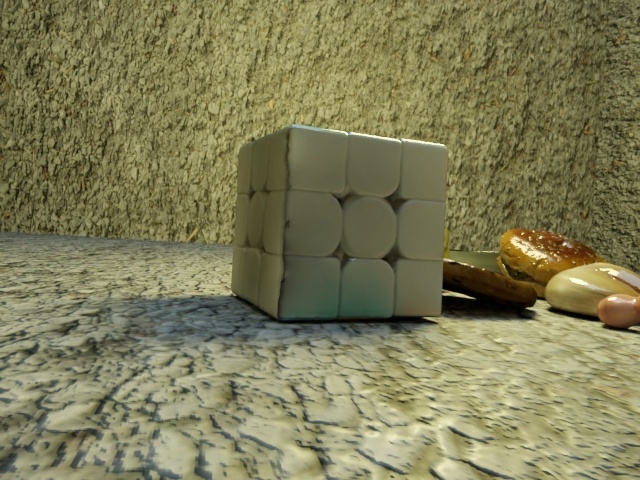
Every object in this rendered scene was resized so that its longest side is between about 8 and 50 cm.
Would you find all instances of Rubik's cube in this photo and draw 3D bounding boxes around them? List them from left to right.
[{"bbox_3d":[0.021,-0.024,0.915,0.290,0.292,0.291,4,0,-23],"label":"Rubik's cube"}]

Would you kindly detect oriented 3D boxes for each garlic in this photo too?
[{"bbox_3d":[0.576,0.103,1.076,0.217,0.110,0.228,-1,4,-30],"label":"garlic"}]

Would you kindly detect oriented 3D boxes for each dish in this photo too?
[{"bbox_3d":[0.534,0.089,1.651,0.316,0.107,0.316,5,-1,0],"label":"dish"}]

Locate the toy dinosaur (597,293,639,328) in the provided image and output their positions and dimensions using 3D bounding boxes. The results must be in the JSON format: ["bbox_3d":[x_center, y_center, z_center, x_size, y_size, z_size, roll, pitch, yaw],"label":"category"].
[{"bbox_3d":[0.572,0.093,0.863,0.176,0.152,0.194,-4,-6,5],"label":"toy dinosaur"}]

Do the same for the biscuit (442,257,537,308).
[{"bbox_3d":[0.275,0.079,1.094,0.358,0.046,0.359,17,-6,2],"label":"biscuit"}]

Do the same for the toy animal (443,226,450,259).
[{"bbox_3d":[0.164,0.031,1.390,0.362,0.181,0.181,2,5,26],"label":"toy animal"}]

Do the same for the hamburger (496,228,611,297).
[{"bbox_3d":[0.610,0.066,1.380,0.285,0.146,0.243,22,28,19],"label":"hamburger"}]
